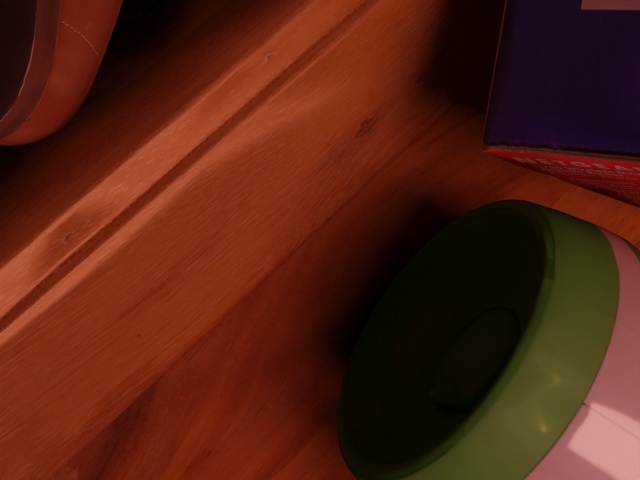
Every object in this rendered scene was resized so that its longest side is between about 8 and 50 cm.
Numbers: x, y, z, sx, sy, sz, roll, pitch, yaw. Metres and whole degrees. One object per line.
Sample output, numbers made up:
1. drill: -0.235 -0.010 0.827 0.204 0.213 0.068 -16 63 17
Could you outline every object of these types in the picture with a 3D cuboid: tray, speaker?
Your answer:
1. tray: 0.000 0.000 0.610 0.411 0.076 0.203 -42 127 -17
2. speaker: 0.152 0.106 0.593 0.296 0.131 0.131 34 84 -22

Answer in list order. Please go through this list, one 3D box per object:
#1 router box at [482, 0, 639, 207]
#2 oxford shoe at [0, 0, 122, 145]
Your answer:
1. router box: 0.202 -0.162 0.626 0.301 0.082 0.335 13 86 -50
2. oxford shoe: -0.083 -0.133 0.511 0.076 0.076 0.212 2 104 -70
